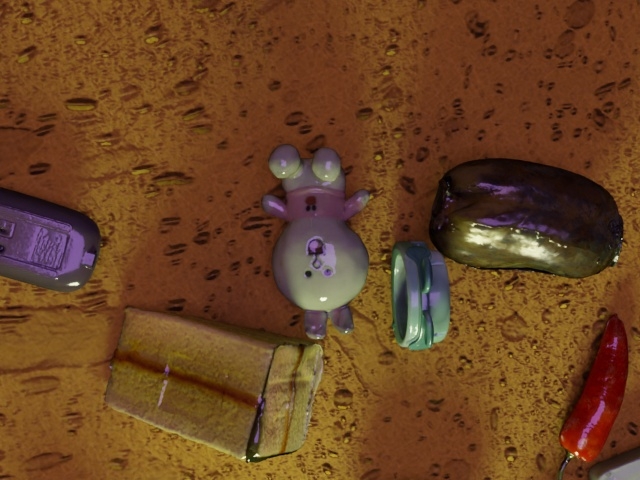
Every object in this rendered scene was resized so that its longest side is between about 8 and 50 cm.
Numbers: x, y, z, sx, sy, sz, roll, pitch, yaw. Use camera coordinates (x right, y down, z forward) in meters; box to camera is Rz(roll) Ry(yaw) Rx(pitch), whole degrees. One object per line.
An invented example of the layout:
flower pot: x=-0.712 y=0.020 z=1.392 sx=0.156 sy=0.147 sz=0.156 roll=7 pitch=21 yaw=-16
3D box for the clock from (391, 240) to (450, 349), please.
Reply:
clock: x=0.138 y=0.079 z=1.394 sx=0.060 sy=0.188 sz=0.148 roll=-1 pitch=95 yaw=-5

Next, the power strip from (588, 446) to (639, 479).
power strip: x=0.590 y=0.313 z=1.508 sx=0.385 sy=0.062 sz=0.091 roll=-21 pitch=94 yaw=-4

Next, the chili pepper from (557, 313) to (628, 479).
chili pepper: x=0.404 y=0.240 z=1.491 sx=0.071 sy=0.063 sz=0.272 roll=23 pitch=87 yaw=-19

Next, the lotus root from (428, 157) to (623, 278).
lotus root: x=0.290 y=-0.029 z=1.423 sx=0.274 sy=0.160 sz=0.152 roll=14 pitch=61 yaw=-6

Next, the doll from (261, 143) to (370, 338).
doll: x=0.000 y=-0.005 z=1.423 sx=0.154 sy=0.113 sz=0.275 roll=-8 pitch=100 yaw=4

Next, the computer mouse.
computer mouse: x=-0.420 y=-0.005 z=1.404 sx=0.232 sy=0.057 sz=0.120 roll=15 pitch=91 yaw=-3

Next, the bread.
bread: x=-0.147 y=0.193 z=1.447 sx=0.264 sy=0.163 sz=0.168 roll=16 pitch=92 yaw=25
